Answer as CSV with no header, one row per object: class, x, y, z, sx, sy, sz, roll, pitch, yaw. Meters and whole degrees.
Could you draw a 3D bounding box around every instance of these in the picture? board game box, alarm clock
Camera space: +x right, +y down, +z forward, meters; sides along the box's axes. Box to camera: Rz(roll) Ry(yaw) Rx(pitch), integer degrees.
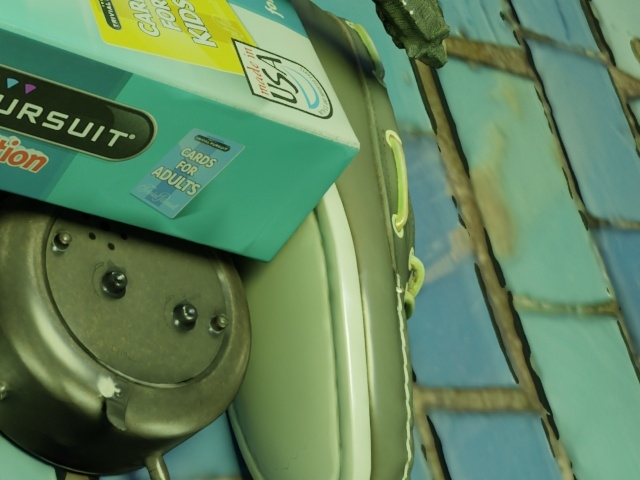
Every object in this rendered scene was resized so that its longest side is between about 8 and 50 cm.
board game box,-0.168,-0.139,0.610,0.336,0.079,0.254,16,36,-37
alarm clock,-0.090,0.015,0.641,0.129,0.064,0.192,28,42,-27

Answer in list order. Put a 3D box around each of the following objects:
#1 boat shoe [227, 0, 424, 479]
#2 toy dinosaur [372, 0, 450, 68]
boat shoe,0.003,-0.002,0.704,0.091,0.109,0.305,11,51,-33
toy dinosaur,-0.042,-0.169,0.658,0.268,0.064,0.118,21,40,-26
